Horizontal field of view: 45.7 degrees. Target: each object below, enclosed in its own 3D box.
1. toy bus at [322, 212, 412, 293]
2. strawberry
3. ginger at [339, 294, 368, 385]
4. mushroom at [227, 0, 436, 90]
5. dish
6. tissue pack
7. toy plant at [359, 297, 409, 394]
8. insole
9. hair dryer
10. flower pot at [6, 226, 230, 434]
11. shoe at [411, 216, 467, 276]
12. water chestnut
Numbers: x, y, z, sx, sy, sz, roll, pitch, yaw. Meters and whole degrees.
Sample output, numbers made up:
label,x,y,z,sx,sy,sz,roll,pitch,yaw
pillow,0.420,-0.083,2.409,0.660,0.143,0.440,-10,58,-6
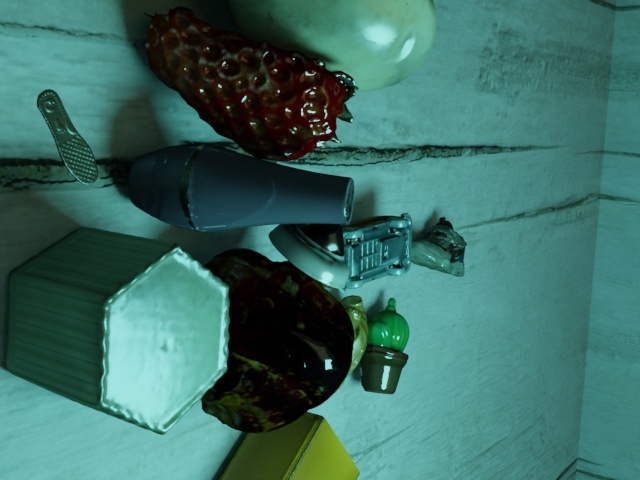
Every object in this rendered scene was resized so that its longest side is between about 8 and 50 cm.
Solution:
label,x,y,z,sx,sy,sz,roll,pitch,yaw
toy bus,0.068,0.019,1.422,0.265,0.119,0.121,-15,109,-52
strawberry,-0.096,-0.196,1.058,0.280,0.253,0.150,18,90,-52
ginger,0.029,0.202,1.425,0.157,0.102,0.216,99,18,-51
mushroom,0.000,-0.366,1.099,0.315,0.315,0.356,-49,122,-36
dish,0.000,0.000,1.145,0.141,0.141,0.078,18,111,-54
tissue pack,-0.077,0.447,1.294,0.274,0.145,0.194,-55,135,-31
toy plant,0.128,0.213,1.561,0.143,0.105,0.201,27,65,-59
insole,-0.319,-0.129,0.966,0.045,0.002,0.135,-48,132,-38
hair dryer,-0.081,-0.069,1.135,0.361,0.301,0.121,-8,104,-78
flower pot,-0.249,0.107,0.952,0.239,0.189,0.209,45,61,-47
shoe,0.276,0.009,1.717,0.227,0.099,0.126,21,88,-58
water chestnut,-0.085,0.143,1.143,0.244,0.289,0.289,-95,175,-66
